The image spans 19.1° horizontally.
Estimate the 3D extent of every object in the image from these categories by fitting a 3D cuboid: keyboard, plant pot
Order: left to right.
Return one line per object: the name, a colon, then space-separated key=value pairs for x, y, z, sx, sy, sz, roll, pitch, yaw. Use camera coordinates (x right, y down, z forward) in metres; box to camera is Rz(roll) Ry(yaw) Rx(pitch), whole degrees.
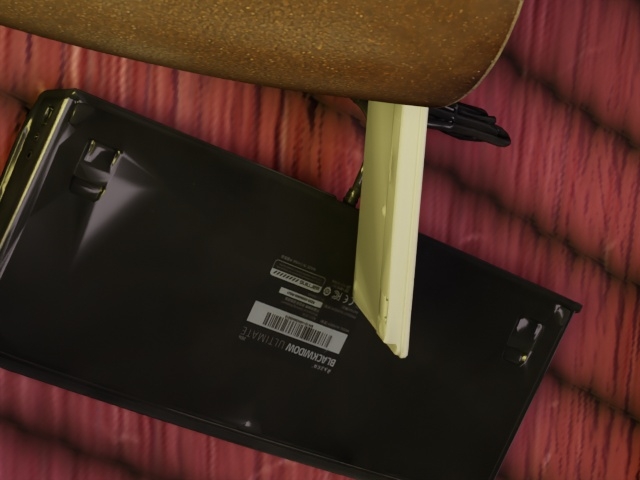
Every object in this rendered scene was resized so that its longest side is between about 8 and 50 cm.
plant pot: x=-0.065 y=-0.154 z=0.683 sx=0.230 sy=0.215 sz=0.215 roll=-2 pitch=107 yaw=-19
keyboard: x=0.000 y=0.000 z=0.868 sx=0.317 sy=0.033 sz=0.201 roll=22 pitch=95 yaw=-38
keyboard: x=0.034 y=-0.082 z=0.795 sx=0.014 sy=0.072 sz=0.256 roll=1 pitch=109 yaw=-10
